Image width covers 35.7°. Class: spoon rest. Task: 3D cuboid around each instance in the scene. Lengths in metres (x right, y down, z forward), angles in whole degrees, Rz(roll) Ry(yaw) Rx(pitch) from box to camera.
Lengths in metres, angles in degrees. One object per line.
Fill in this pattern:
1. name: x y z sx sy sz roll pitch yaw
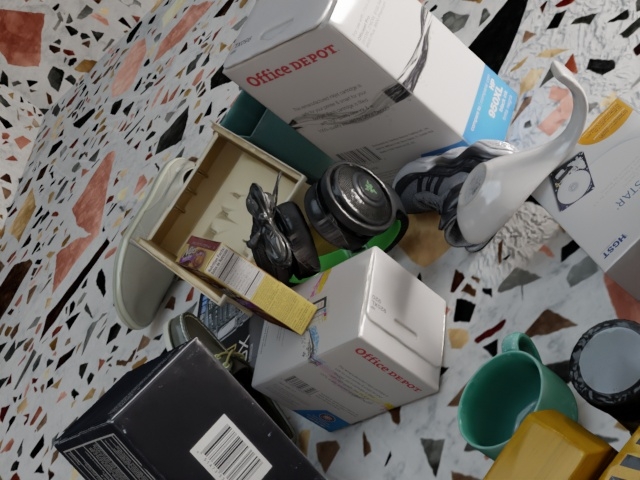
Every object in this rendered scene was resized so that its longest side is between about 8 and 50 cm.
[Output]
1. spoon rest: 0.278 -0.108 1.370 0.276 0.084 0.137 -58 16 27

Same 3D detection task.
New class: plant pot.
1. plant pot: -0.043 -0.207 1.940 0.165 0.234 0.166 -59 28 -9
2. plant pot: 0.020 0.005 1.786 0.083 0.081 0.081 -50 29 -4

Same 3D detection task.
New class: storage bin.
1. storage bin: -0.166 -0.044 1.784 0.260 0.123 0.262 33 90 30

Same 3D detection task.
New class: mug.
1. mug: 0.253 0.202 1.210 0.157 0.097 0.129 -58 29 -8

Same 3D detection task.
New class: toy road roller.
1. toy road roller: 0.318 0.259 0.960 0.329 0.202 0.241 -53 40 -1

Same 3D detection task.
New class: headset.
1. headset: 0.000 0.000 1.516 0.243 0.394 0.185 -30 64 16

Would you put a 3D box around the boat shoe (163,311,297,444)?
1. boat shoe: -0.147 0.233 1.625 0.091 0.109 0.305 -44 71 26

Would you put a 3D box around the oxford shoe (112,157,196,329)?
1. oxford shoe: -0.347 -0.005 2.268 0.130 0.169 0.449 0 56 30

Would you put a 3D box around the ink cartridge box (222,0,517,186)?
1. ink cartridge box: 0.083 -0.260 1.645 0.285 0.395 0.166 -12 50 50

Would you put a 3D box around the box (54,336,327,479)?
1. box: -0.193 0.324 1.443 0.183 0.296 0.294 -45 9 -34

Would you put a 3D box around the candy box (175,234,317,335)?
1. candy box: -0.107 0.064 1.437 0.053 0.187 0.109 -59 28 -11

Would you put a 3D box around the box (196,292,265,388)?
1. box: -0.134 0.177 1.825 0.242 0.076 0.307 -32 35 32

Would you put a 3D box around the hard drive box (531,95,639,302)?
1. hard drive box: 0.401 -0.057 1.281 0.181 0.089 0.232 -48 30 12

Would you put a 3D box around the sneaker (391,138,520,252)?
1. sneaker: 0.197 -0.056 1.565 0.269 0.101 0.153 -20 46 48

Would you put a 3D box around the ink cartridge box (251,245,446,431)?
1. ink cartridge box: 0.046 0.152 1.491 0.233 0.171 0.168 -28 38 38
